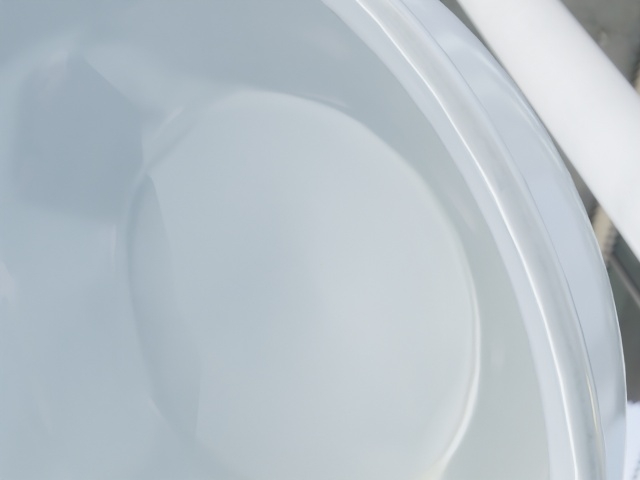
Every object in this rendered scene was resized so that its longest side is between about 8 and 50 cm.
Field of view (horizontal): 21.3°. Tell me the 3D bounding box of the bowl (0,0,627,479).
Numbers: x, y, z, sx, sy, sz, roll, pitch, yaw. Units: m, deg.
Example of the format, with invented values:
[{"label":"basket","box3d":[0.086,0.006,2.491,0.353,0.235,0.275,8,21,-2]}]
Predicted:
[{"label":"bowl","box3d":[-0.034,0.032,0.464,0.134,0.298,0.298,-23,-44,-53]}]
